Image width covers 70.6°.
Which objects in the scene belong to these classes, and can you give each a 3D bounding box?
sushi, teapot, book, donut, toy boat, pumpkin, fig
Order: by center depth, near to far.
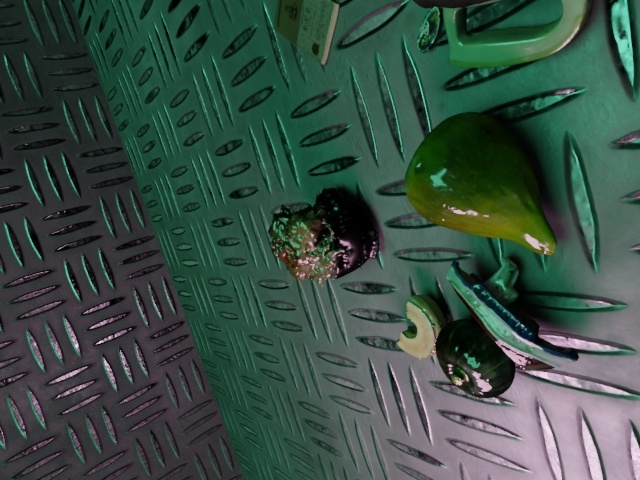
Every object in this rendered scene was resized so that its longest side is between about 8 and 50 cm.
[{"bbox_3d":[0.234,-0.386,0.578,0.239,0.239,0.322,19,120,33],"label":"teapot"},{"bbox_3d":[0.282,-0.079,0.748,0.275,0.206,0.206,39,139,13],"label":"fig"},{"bbox_3d":[0.192,-0.376,0.803,0.038,0.038,0.083,45,141,28],"label":"toy boat"},{"bbox_3d":[0.349,0.122,0.825,0.115,0.114,0.262,-44,68,20],"label":"toy boat"},{"bbox_3d":[0.310,0.238,0.914,0.167,0.125,0.167,169,90,-67],"label":"pumpkin"},{"bbox_3d":[0.241,0.206,1.040,0.108,0.065,0.166,38,135,34],"label":"donut"},{"bbox_3d":[-0.038,-0.515,1.047,0.199,0.016,0.138,46,140,28],"label":"book"},{"bbox_3d":[-0.004,0.002,1.118,0.225,0.218,0.239,3,110,56],"label":"sushi"}]
